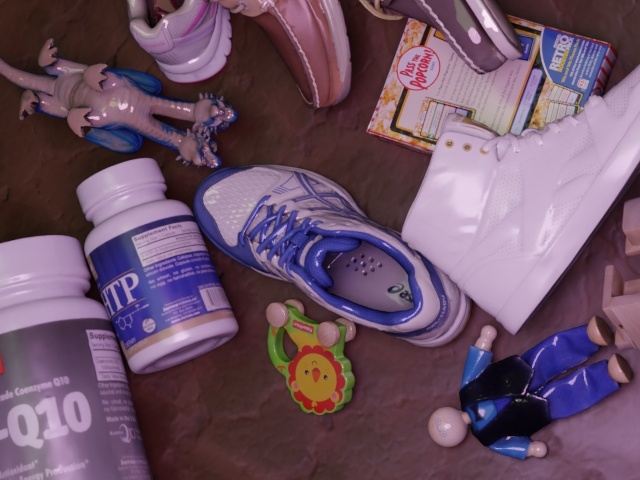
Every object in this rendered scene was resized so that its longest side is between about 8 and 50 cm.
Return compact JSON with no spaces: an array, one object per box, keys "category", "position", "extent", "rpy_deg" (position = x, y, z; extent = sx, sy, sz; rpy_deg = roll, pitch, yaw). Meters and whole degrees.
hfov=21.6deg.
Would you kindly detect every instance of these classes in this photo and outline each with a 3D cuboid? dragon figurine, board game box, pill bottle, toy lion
[{"category":"dragon figurine","position":[-0.214,-0.136,1.658],"extent":[0.289,0.144,0.085],"rpy_deg":[18,90,39]},{"category":"board game box","position":[0.158,-0.137,1.556],"extent":[0.193,0.045,0.146],"rpy_deg":[20,89,20]},{"category":"pill bottle","position":[-0.161,0.023,1.597],"extent":[0.112,0.112,0.186],"rpy_deg":[-26,79,13]},{"category":"pill bottle","position":[-0.262,0.150,1.592],"extent":[0.161,0.161,0.283],"rpy_deg":[-20,77,15]},{"category":"toy lion","position":[-0.010,0.113,1.577],"extent":[0.100,0.034,0.096],"rpy_deg":[19,107,35]}]

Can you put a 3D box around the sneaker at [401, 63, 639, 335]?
[{"category":"sneaker","position":[0.190,-0.082,1.455],"extent":[0.169,0.108,0.292],"rpy_deg":[38,98,12]}]

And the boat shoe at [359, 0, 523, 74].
[{"category":"boat shoe","position":[0.065,-0.261,1.528],"extent":[0.097,0.116,0.324],"rpy_deg":[-39,65,10]}]

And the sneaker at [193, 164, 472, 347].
[{"category":"sneaker","position":[0.000,0.000,1.545],"extent":[0.296,0.131,0.112],"rpy_deg":[24,92,21]}]

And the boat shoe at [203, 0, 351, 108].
[{"category":"boat shoe","position":[-0.074,-0.265,1.567],"extent":[0.116,0.123,0.324],"rpy_deg":[-27,98,-12]}]

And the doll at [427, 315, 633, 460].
[{"category":"doll","position":[0.180,0.133,1.509],"extent":[0.189,0.046,0.129],"rpy_deg":[-30,83,19]}]

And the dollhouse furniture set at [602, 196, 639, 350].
[{"category":"dollhouse furniture set","position":[0.421,-0.060,1.463],"extent":[0.303,0.174,0.355],"rpy_deg":[-12,49,29]}]

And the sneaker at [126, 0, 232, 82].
[{"category":"sneaker","position":[-0.141,-0.288,1.641],"extent":[0.103,0.111,0.252],"rpy_deg":[-7,80,18]}]
